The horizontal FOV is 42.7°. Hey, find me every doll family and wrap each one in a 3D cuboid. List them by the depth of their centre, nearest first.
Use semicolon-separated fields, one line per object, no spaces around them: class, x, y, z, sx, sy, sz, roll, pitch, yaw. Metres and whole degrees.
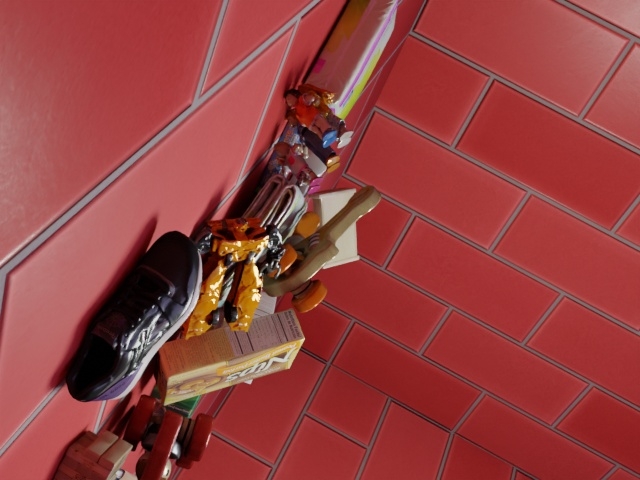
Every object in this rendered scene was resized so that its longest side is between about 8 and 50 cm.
doll family;-0.015;-0.232;1.713;0.118;0.163;0.263;-29;159;-27

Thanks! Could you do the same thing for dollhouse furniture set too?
dollhouse furniture set;-0.085;-0.038;2.249;0.286;0.303;0.198;-13;103;-42

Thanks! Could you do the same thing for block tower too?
block tower;-0.466;0.507;1.505;0.335;0.091;0.097;-61;176;11

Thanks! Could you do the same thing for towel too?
towel;-0.148;0.012;1.877;0.320;0.090;0.374;-52;176;-2

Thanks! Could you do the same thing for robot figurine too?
robot figurine;-0.187;0.067;1.605;0.085;0.211;0.291;56;-40;42

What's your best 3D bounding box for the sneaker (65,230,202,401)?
sneaker;-0.270;0.116;1.196;0.283;0.107;0.124;-61;171;0

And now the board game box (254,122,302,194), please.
board game box;-0.081;-0.202;1.908;0.201;0.035;0.136;-62;176;18

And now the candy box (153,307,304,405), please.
candy box;-0.208;0.263;1.842;0.317;0.087;0.183;-14;155;-22

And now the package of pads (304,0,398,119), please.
package of pads;0.071;-0.421;1.850;0.296;0.101;0.229;-61;176;-3

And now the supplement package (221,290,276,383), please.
supplement package;-0.219;0.256;2.291;0.244;0.134;0.139;-83;-165;-56

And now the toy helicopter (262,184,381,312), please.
toy helicopter;0.000;0.000;1.903;0.355;0.140;0.235;-43;-164;-13

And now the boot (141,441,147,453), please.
boot;-0.449;0.557;2.297;0.161;0.083;0.246;-57;177;24

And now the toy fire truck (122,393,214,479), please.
toy fire truck;-0.356;0.486;1.754;0.302;0.169;0.253;127;-19;-62

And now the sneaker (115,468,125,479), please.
sneaker;-0.467;0.520;1.639;0.163;0.086;0.226;-63;179;-25

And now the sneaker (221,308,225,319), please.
sneaker;-0.242;0.152;2.144;0.185;0.070;0.083;-36;-126;51

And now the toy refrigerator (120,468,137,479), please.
toy refrigerator;-0.545;0.715;2.044;0.269;0.094;0.102;-61;-177;0

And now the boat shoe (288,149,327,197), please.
boat shoe;-0.045;-0.180;2.345;0.219;0.078;0.070;-53;176;-2

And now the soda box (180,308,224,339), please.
soda box;-0.293;0.233;1.982;0.069;0.074;0.216;-58;176;-41

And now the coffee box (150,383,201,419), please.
coffee box;-0.341;0.356;1.977;0.184;0.113;0.040;-61;174;16
